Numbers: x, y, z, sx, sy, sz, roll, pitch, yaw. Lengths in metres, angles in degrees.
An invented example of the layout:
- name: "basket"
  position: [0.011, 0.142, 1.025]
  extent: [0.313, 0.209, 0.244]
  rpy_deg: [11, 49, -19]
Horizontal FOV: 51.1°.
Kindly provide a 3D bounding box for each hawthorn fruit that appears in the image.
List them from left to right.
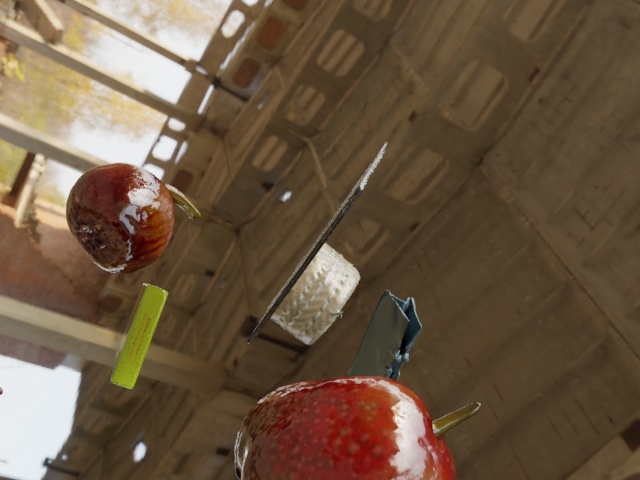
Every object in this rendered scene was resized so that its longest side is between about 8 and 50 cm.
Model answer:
- name: "hawthorn fruit"
  position: [0.055, 0.307, 0.929]
  extent: [0.369, 0.284, 0.284]
  rpy_deg: [-29, -148, 1]

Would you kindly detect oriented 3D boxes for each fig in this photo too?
- name: "fig"
  position: [-0.303, -0.057, 1.088]
  extent: [0.175, 0.175, 0.207]
  rpy_deg: [-34, -169, 47]

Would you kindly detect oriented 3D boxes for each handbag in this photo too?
- name: "handbag"
  position: [0.114, 0.214, 1.225]
  extent: [0.144, 0.057, 0.221]
  rpy_deg: [-107, -142, -67]

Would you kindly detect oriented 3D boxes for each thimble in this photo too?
- name: "thimble"
  position: [-0.015, 0.128, 1.597]
  extent: [0.196, 0.148, 0.229]
  rpy_deg: [-48, -177, 37]

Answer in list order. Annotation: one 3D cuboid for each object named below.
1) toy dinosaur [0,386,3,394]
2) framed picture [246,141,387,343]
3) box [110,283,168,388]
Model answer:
- name: "toy dinosaur"
  position: [-0.587, 0.161, 1.046]
  extent: [0.053, 0.167, 0.242]
  rpy_deg: [-30, 165, -10]
- name: "framed picture"
  position: [0.000, 0.000, 1.077]
  extent: [0.323, 0.013, 0.244]
  rpy_deg: [-54, -179, 27]
- name: "box"
  position: [-0.367, 0.180, 1.348]
  extent: [0.335, 0.047, 0.186]
  rpy_deg: [170, -61, -73]
